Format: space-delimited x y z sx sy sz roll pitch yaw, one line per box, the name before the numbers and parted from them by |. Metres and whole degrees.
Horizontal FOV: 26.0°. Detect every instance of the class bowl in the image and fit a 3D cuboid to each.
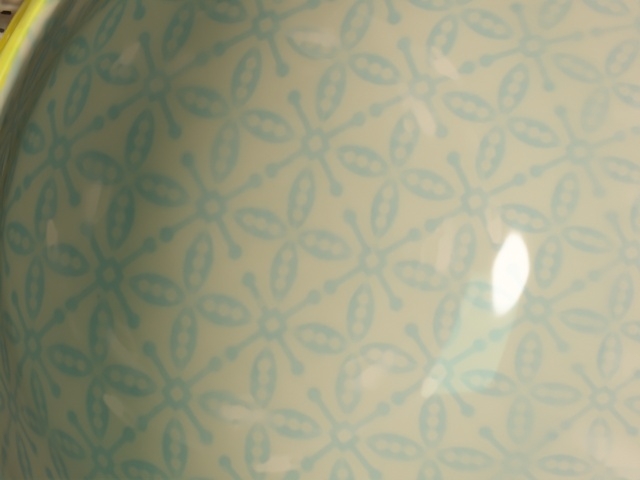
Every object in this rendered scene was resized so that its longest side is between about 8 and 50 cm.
bowl | 0.000 0.000 0.486 0.289 0.289 0.156 -55 26 -9
